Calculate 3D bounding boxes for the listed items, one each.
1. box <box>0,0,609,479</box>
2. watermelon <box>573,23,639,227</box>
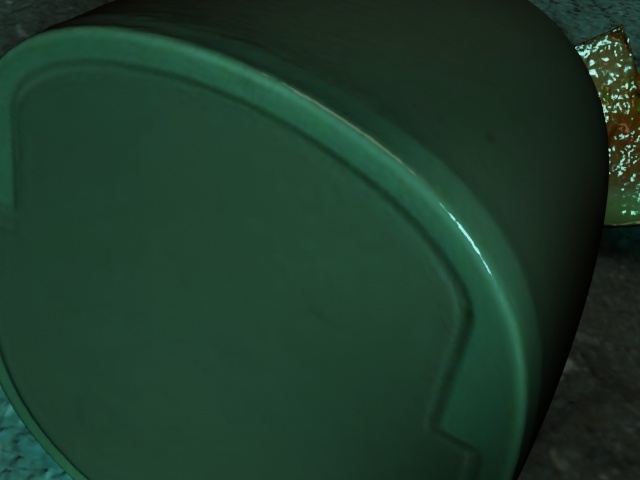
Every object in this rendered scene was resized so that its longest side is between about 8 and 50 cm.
[{"bbox_3d":[0.000,0.000,0.524,0.301,0.301,0.216,26,42,17],"label":"box"},{"bbox_3d":[0.194,-0.069,0.767,0.193,0.137,0.145,-27,89,-31],"label":"watermelon"}]
